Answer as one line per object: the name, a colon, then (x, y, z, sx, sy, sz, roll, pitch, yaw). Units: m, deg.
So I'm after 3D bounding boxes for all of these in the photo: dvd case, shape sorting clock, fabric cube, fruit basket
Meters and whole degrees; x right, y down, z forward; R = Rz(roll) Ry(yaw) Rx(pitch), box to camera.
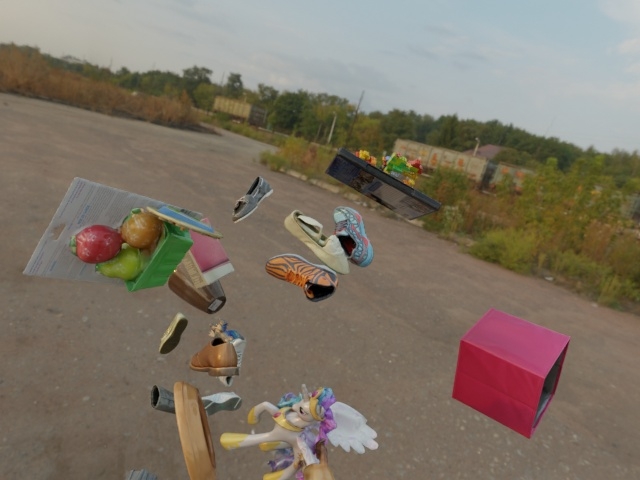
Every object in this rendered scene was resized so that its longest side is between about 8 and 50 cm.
dvd case: (0.136, -0.123, 1.006, 0.253, 0.022, 0.180, 29, -8, -5)
shape sorting clock: (-0.346, -0.044, 1.114, 0.206, 0.040, 0.206, 26, -1, 1)
fabric cube: (0.615, 0.419, 1.416, 0.258, 0.259, 0.254, 20, 32, 38)
fruit basket: (-0.551, -0.004, 1.183, 0.353, 0.327, 0.165, 20, 28, -43)

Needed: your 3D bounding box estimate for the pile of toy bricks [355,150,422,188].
pile of toy bricks: (0.214, -0.218, 1.283, 0.212, 0.105, 0.118, 19, 47, -17)

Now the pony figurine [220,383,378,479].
pony figurine: (-0.041, 0.563, 1.198, 0.351, 0.363, 0.303, 50, 28, -12)

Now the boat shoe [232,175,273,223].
boat shoe: (-0.315, -0.183, 1.903, 0.096, 0.112, 0.335, 56, 31, -16)

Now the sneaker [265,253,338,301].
sneaker: (-0.081, 0.156, 1.819, 0.321, 0.125, 0.180, 11, 22, -1)

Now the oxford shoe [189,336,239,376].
oxford shoe: (-0.225, 0.245, 0.928, 0.076, 0.076, 0.212, 5, -14, -33)

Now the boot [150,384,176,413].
boot: (-0.580, 0.682, 1.733, 0.190, 0.076, 0.208, 50, -4, 42)

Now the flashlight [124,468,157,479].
flashlight: (-0.574, 0.832, 1.256, 0.103, 0.103, 0.304, 51, 23, -23)

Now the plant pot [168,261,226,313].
plant pot: (-0.547, 0.227, 2.005, 0.230, 0.215, 0.215, 40, 23, 27)

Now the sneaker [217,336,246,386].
sneaker: (-0.293, 0.419, 1.488, 0.071, 0.191, 0.083, 6, 25, -47)

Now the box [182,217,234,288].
box: (-0.457, 0.052, 1.675, 0.126, 0.232, 0.148, -29, 6, -33)

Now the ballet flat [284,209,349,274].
ballet flat: (0.000, 0.000, 1.271, 0.248, 0.086, 0.086, 38, 15, 6)

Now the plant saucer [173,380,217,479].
plant saucer: (-0.223, 0.351, 0.785, 0.037, 0.200, 0.200, -15, 22, -16)

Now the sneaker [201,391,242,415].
sneaker: (-0.314, 0.483, 1.292, 0.152, 0.054, 0.061, 5, 4, -28)

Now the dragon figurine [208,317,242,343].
dragon figurine: (-0.420, 0.457, 1.999, 0.289, 0.085, 0.144, 39, -1, 22)

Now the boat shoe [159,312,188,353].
boat shoe: (-0.522, 0.328, 1.529, 0.056, 0.153, 0.048, 24, 7, -45)

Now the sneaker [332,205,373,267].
sneaker: (0.098, -0.029, 1.556, 0.125, 0.104, 0.262, 14, 41, -45)

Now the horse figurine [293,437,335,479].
horse figurine: (-0.011, 0.540, 0.886, 0.066, 0.263, 0.174, 16, -33, -17)
